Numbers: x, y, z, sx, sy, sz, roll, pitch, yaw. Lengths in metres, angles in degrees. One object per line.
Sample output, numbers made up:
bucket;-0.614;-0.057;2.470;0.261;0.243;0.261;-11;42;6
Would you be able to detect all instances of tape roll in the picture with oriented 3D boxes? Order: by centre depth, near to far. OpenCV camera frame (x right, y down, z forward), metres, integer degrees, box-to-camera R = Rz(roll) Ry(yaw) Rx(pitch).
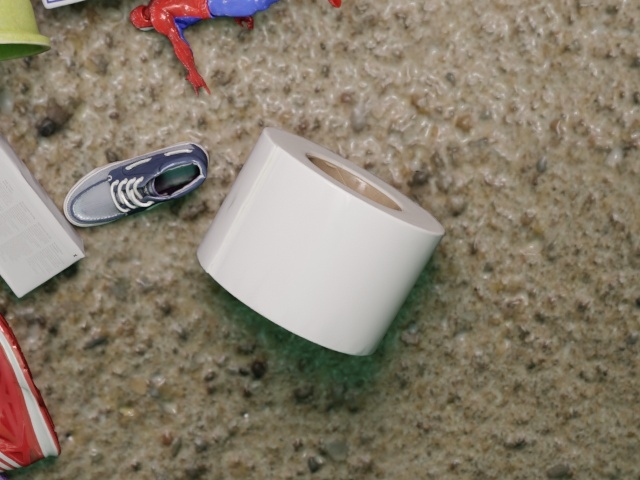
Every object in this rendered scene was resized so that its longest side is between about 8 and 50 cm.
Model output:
tape roll;0.000;0.000;1.542;0.246;0.246;0.169;27;102;-11

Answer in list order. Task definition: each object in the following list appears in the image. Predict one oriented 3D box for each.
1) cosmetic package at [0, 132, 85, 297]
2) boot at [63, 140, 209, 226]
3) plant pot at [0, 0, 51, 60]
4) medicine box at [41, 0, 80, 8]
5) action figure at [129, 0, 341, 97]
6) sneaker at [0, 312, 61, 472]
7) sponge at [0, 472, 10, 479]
cosmetic package;-0.387;-0.055;1.571;0.098;0.060;0.239;-31;116;4
boot;-0.224;-0.064;1.588;0.190;0.086;0.069;-26;105;2
plant pot;-0.429;-0.310;1.357;0.276;0.276;0.254;-6;95;-3
medicine box;-0.199;-0.424;1.417;0.289;0.149;0.264;-13;129;-1
action figure;-0.087;-0.254;1.527;0.280;0.091;0.139;-4;140;27
sneaker;-0.415;0.194;1.633;0.128;0.087;0.221;-23;105;-11
sponge;-0.482;0.377;1.715;0.210;0.031;0.117;-30;106;3
